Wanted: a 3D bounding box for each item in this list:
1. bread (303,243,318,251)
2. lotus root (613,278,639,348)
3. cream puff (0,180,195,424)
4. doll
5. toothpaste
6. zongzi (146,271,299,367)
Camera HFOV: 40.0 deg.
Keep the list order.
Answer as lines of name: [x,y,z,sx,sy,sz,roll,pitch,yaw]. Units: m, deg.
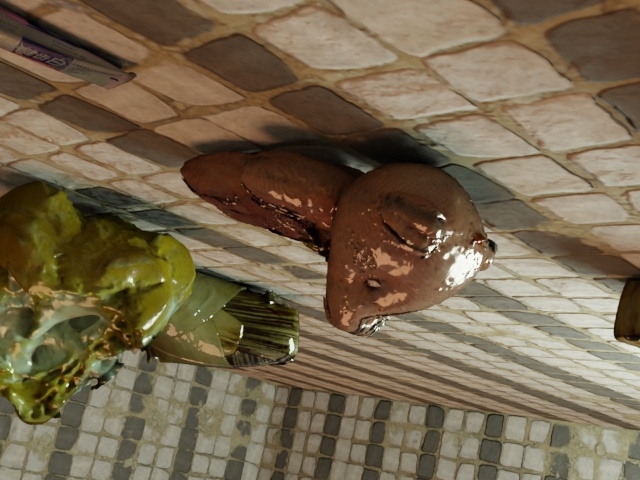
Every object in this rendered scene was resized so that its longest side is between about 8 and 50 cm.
bread: [-0.001,-0.009,1.006,0.049,0.033,0.088,5,165,4]
lotus root: [0.457,0.099,0.960,0.261,0.074,0.170,8,166,11]
cream puff: [-0.346,0.058,1.175,0.270,0.323,0.274,53,-170,-9]
doll: [0.000,0.000,0.806,0.303,0.156,0.201,9,173,31]
toothpaste: [-0.217,-0.149,0.645,0.170,0.028,0.045,21,157,-40]
zongzi: [-0.186,0.114,1.449,0.289,0.154,0.317,3,160,6]
